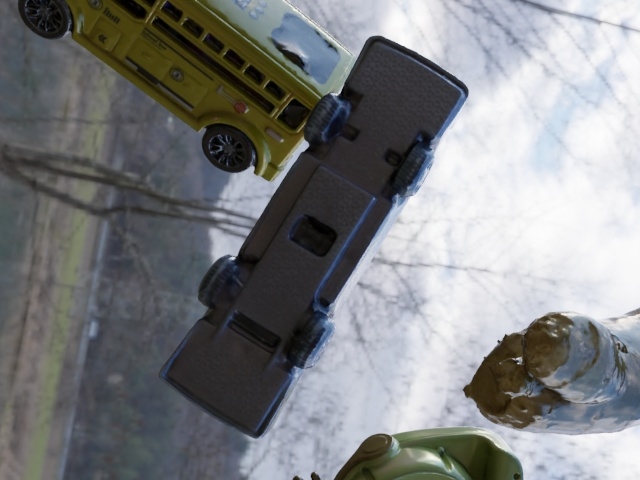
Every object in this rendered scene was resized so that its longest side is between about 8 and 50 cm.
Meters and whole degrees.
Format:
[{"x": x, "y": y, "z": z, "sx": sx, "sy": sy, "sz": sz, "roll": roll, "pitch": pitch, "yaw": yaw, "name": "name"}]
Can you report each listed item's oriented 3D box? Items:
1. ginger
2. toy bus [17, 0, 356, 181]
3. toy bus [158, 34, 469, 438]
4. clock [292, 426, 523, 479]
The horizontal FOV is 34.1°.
[{"x": 0.173, "y": 0.090, "z": 0.680, "sx": 0.115, "sy": 0.205, "sz": 0.081, "roll": -58, "pitch": -133, "yaw": 24, "name": "ginger"}, {"x": -0.134, "y": -0.218, "z": 1.038, "sx": 0.151, "sy": 0.331, "sz": 0.145, "roll": -43, "pitch": -166, "yaw": 43, "name": "toy bus"}, {"x": 0.000, "y": 0.000, "z": 0.865, "sx": 0.330, "sy": 0.109, "sz": 0.136, "roll": -58, "pitch": 171, "yaw": -5, "name": "toy bus"}, {"x": 0.110, "y": 0.373, "z": 1.392, "sx": 0.096, "sy": 0.308, "sz": 0.235, "roll": -127, "pitch": -141, "yaw": -71, "name": "clock"}]
